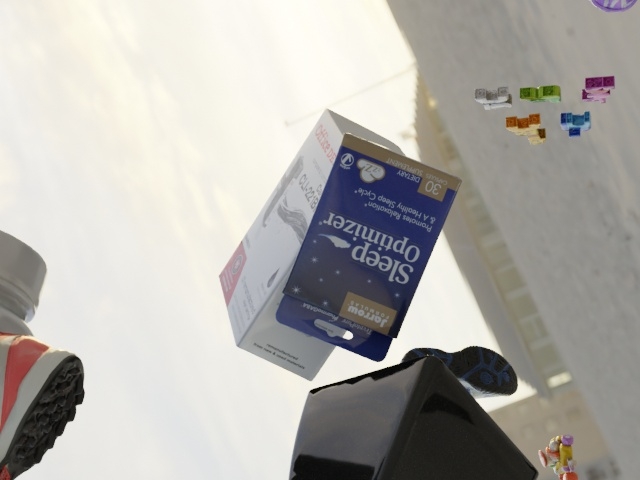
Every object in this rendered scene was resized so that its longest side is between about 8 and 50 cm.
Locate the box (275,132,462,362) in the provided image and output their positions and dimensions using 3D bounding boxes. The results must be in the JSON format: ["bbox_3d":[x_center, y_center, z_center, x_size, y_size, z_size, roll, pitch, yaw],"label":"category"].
[{"bbox_3d":[0.049,0.012,1.268,0.136,0.225,0.036,22,-171,2],"label":"box"}]

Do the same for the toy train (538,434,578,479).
[{"bbox_3d":[0.376,0.369,1.841,0.166,0.046,0.125,68,-162,-81],"label":"toy train"}]

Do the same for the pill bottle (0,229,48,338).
[{"bbox_3d":[-0.431,0.169,1.275,0.204,0.204,0.361,51,-136,-51],"label":"pill bottle"}]

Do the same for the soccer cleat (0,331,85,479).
[{"bbox_3d":[-0.345,0.212,1.068,0.318,0.116,0.108,-56,-22,-37],"label":"soccer cleat"}]

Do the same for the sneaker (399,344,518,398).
[{"bbox_3d":[0.212,0.213,1.842,0.081,0.211,0.080,125,150,-52],"label":"sneaker"}]

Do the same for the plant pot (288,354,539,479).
[{"bbox_3d":[0.073,0.252,1.164,0.188,0.187,0.167,49,-135,-19],"label":"plant pot"}]

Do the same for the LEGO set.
[{"bbox_3d":[0.378,-0.207,1.949,0.093,0.227,0.087,43,-132,-66],"label":"LEGO set"}]

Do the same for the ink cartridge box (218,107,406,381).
[{"bbox_3d":[0.000,0.000,1.427,0.114,0.273,0.197,28,-164,-22],"label":"ink cartridge box"}]

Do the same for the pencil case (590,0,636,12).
[{"bbox_3d":[0.461,-0.420,1.869,0.206,0.086,0.088,-72,-14,-70],"label":"pencil case"}]
